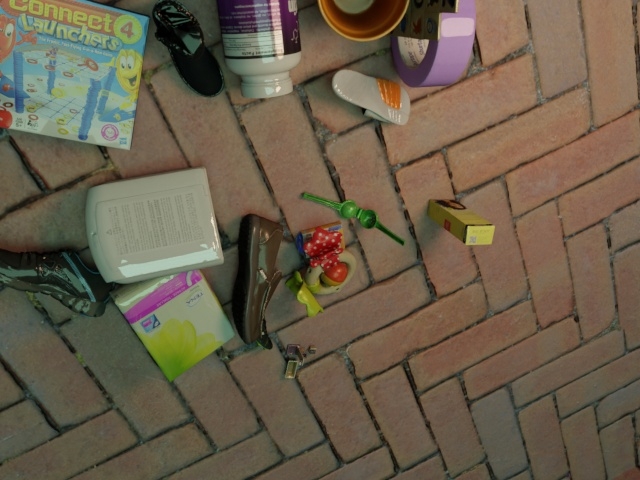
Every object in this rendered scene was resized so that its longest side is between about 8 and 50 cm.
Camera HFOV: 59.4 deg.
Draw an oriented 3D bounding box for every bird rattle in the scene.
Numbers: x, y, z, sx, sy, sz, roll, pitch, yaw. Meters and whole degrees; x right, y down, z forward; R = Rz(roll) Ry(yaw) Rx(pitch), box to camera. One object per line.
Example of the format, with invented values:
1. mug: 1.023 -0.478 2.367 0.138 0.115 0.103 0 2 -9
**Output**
1. bird rattle: 0.013 0.079 1.607 0.206 0.143 0.254 3 119 -43

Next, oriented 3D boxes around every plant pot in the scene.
1. plant pot: 0.088 -0.573 1.284 0.205 0.188 0.205 -1 115 -3

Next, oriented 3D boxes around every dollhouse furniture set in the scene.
1. dollhouse furniture set: -0.060 0.393 1.737 0.090 0.081 0.115 6 111 -19

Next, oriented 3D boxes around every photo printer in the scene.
1. photo printer: -0.412 -0.035 1.381 0.307 0.107 0.256 -12 89 -12

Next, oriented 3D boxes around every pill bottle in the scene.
1. pill bottle: -0.139 -0.496 1.264 0.181 0.181 0.323 -11 116 -12

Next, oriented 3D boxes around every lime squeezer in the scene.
1. lime squeezer: 0.098 -0.066 1.579 0.310 0.110 0.059 27 123 5

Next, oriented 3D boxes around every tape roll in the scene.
1. tape roll: 0.258 -0.506 1.329 0.090 0.275 0.275 -7 115 -15

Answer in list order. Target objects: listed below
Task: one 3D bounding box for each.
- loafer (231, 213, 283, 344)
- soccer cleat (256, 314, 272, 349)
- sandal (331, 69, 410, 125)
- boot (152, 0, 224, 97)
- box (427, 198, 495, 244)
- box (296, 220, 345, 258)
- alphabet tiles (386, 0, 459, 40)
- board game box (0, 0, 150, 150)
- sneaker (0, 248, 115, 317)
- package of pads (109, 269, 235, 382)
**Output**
1. loafer: -0.159 0.112 1.536 0.130 0.134 0.366 2 104 -24
2. soccer cleat: -0.183 0.252 1.651 0.072 0.060 0.179 -36 115 -1
3. sandal: 0.124 -0.376 1.457 0.265 0.076 0.102 14 87 -34
4. boot: -0.288 -0.414 1.240 0.094 0.207 0.247 -31 119 -2
5. box: 0.393 -0.057 1.592 0.087 0.232 0.058 -2 113 -17
6. box: 0.000 0.000 1.613 0.136 0.028 0.081 -16 118 -12
7. alphabet tiles: 0.206 -0.596 1.235 0.011 0.342 0.285 -11 116 -20
8. board game box: -0.555 -0.381 1.240 0.308 0.086 0.302 8 111 -20
9. sneaker: -0.681 0.069 1.399 0.340 0.125 0.140 28 86 -31
10. package of pads: -0.387 0.199 1.514 0.229 0.101 0.297 -34 121 -19
